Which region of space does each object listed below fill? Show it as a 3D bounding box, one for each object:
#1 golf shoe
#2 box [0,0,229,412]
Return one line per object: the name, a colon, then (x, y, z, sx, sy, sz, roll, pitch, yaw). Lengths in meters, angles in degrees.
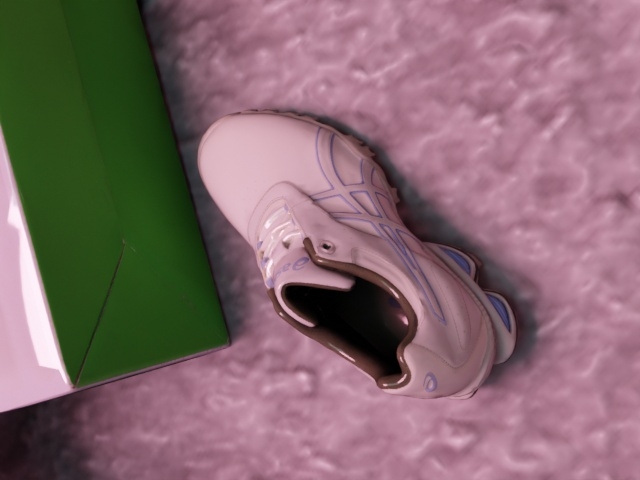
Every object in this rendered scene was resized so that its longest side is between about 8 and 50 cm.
golf shoe: (0.000, 0.000, 0.465, 0.176, 0.086, 0.069, 39, 113, 25)
box: (-0.198, -0.037, 0.560, 0.231, 0.126, 0.262, -17, 86, 29)
